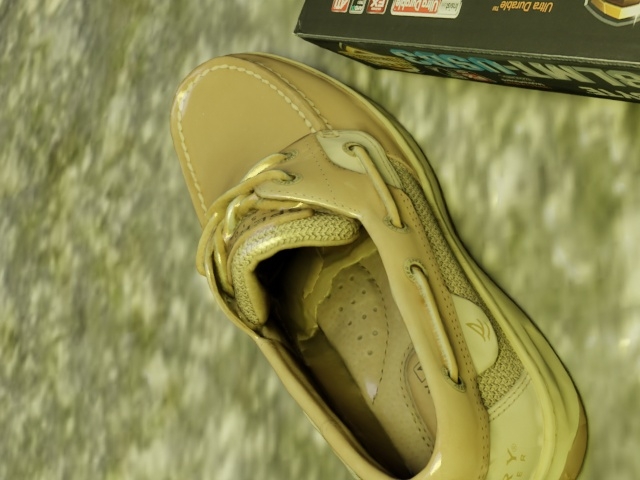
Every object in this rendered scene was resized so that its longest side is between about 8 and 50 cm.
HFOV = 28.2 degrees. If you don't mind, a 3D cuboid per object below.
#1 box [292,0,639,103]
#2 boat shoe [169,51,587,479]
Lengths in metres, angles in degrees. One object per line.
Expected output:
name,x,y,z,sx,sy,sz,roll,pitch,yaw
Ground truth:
box,0.125,-0.215,0.587,0.295,0.073,0.293,18,93,58
boat shoe,0.000,0.000,0.653,0.122,0.110,0.341,-54,49,17
